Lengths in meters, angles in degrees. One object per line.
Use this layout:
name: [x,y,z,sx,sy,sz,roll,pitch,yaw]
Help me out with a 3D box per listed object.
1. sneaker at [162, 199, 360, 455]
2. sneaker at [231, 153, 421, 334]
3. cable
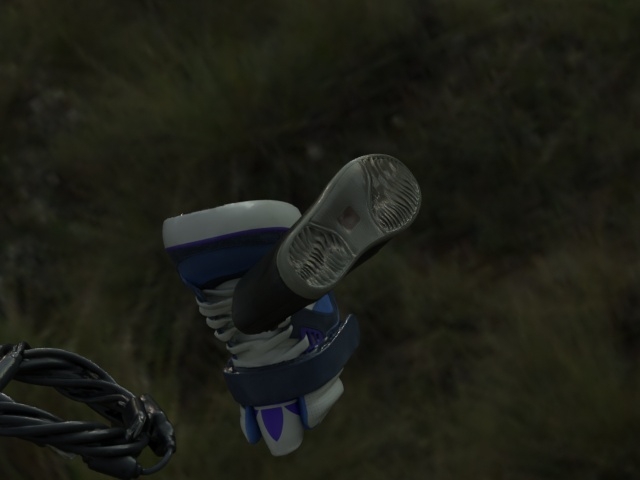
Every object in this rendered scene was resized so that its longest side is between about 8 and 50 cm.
sneaker: [-0.054,0.098,1.924,0.130,0.323,0.236,-12,78,14]
sneaker: [0.000,0.000,1.762,0.118,0.083,0.222,-36,2,45]
cable: [-0.182,0.111,1.252,0.184,0.150,0.047,-142,64,-64]
